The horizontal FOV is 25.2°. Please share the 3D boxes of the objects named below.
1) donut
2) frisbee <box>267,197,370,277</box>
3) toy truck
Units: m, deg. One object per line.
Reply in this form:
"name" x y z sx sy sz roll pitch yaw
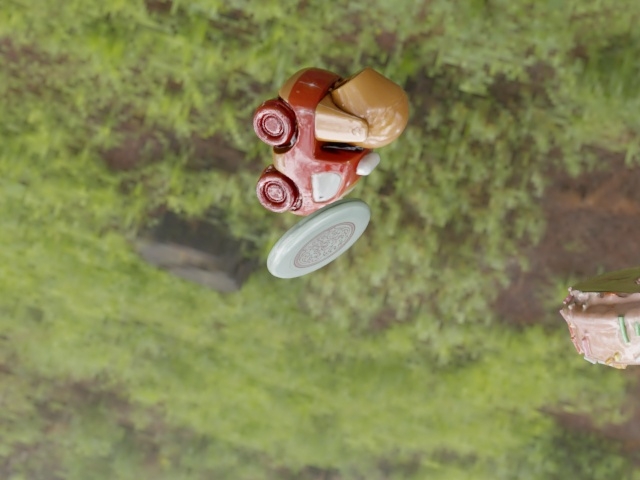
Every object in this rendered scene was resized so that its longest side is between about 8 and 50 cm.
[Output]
"donut" 0.247 0.058 1.126 0.117 0.065 0.166 -5 -174 39
"frisbee" 0.000 0.000 1.314 0.014 0.110 0.110 56 -177 22
"toy truck" 0.029 -0.162 2.336 0.239 0.265 0.189 10 -149 21
